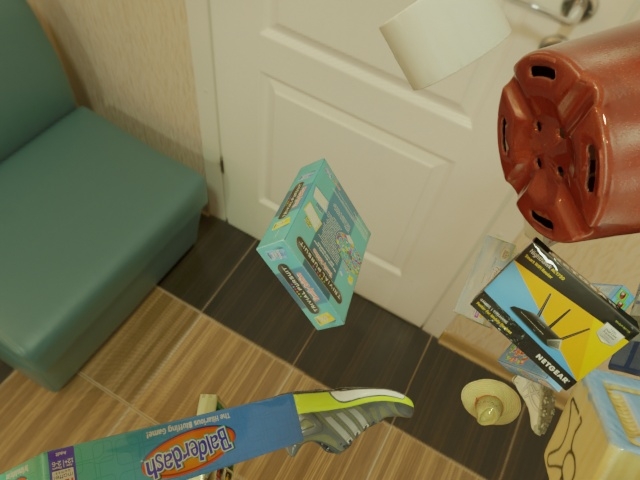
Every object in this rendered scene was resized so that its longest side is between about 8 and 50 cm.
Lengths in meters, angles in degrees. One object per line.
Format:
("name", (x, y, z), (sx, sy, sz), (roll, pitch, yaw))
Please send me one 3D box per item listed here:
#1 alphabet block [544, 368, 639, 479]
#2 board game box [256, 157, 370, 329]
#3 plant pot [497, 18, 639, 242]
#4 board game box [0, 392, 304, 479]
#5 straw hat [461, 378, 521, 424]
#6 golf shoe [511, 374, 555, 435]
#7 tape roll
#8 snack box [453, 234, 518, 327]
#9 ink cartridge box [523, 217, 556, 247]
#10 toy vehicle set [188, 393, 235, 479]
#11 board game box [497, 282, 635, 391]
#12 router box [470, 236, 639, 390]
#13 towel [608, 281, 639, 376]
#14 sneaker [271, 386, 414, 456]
("alphabet block", (0.476, 0.343, 0.787), (0.193, 0.197, 0.192), (14, 25, 9))
("board game box", (0.000, 0.000, 1.239), (0.079, 0.254, 0.336), (-18, 30, 30))
("plant pot", (0.355, -0.121, 0.552), (0.265, 0.272, 0.272), (-13, 60, -6))
("board game box", (-0.145, 0.188, 0.450), (0.210, 0.160, 0.047), (1, 66, -42))
("straw hat", (0.392, 0.397, 1.220), (0.144, 0.144, 0.061), (30, 37, 12))
("golf shoe", (0.459, 0.326, 1.130), (0.069, 0.086, 0.176), (17, 76, -45))
("tape roll", (0.278, -0.477, 1.170), (0.246, 0.246, 0.169), (-42, 108, -28))
("snack box", (0.366, 0.097, 1.129), (0.070, 0.207, 0.175), (22, 89, 27))
("ink cartridge box", (0.365, -0.058, 0.810), (0.088, 0.122, 0.052), (-27, 40, -6))
("toy vehicle set", (-0.220, 0.442, 1.101), (0.035, 0.267, 0.166), (2, 59, 4))
("board game box", (0.435, 0.164, 0.939), (0.039, 0.160, 0.211), (45, 82, -6))
("router box", (0.327, 0.103, 0.742), (0.179, 0.133, 0.046), (43, 26, 12))
("towel", (0.610, 0.108, 0.890), (0.034, 0.209, 0.285), (27, 83, 1))
("sneaker", (0.049, 0.354, 1.031), (0.299, 0.111, 0.121), (3, 76, -20))
